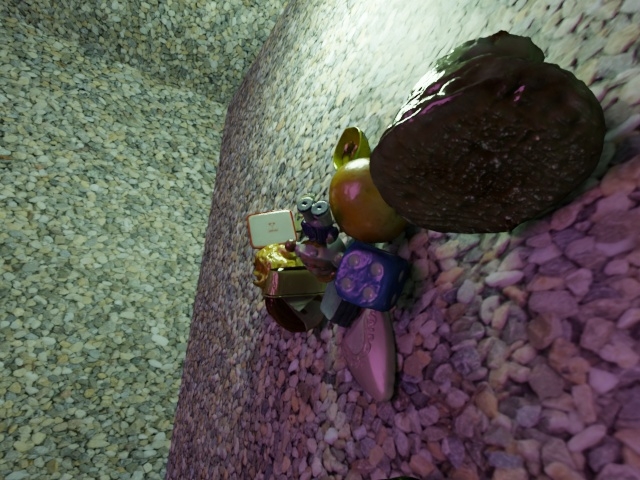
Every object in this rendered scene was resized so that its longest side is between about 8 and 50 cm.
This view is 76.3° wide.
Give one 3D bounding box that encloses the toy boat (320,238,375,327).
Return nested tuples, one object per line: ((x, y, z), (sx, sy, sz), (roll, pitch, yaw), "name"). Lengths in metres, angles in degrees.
((0.086, 0.115, 1.210), (0.127, 0.078, 0.283), (41, 114, 64), "toy boat")

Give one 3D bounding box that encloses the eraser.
((0.126, 0.300, 1.054), (0.204, 0.059, 0.243), (-58, 27, 28), "eraser")

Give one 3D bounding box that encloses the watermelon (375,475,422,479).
((0.136, 0.554, 0.708), (0.269, 0.268, 0.269), (-37, 45, 49), "watermelon")

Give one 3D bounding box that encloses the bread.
((-0.077, 0.189, 1.324), (0.142, 0.224, 0.212), (171, 97, -67), "bread")

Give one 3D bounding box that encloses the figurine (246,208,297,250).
((-0.200, 0.003, 1.682), (0.226, 0.183, 0.160), (102, 158, -62), "figurine")

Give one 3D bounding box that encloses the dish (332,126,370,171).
((0.115, -0.287, 1.361), (0.148, 0.080, 0.208), (-37, 44, 44), "dish")

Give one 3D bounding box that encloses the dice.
((0.130, 0.090, 1.020), (0.146, 0.143, 0.146), (22, 96, 26), "dice")

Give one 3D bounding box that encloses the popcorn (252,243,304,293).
((-0.145, 0.126, 1.483), (0.190, 0.250, 0.250), (-36, 31, -4), "popcorn")

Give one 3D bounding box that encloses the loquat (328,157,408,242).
((0.126, -0.106, 1.089), (0.244, 0.243, 0.244), (-37, 45, 49), "loquat")

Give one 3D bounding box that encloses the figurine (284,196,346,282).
((-0.010, -0.004, 1.112), (0.193, 0.274, 0.133), (-4, 43, 35), "figurine")

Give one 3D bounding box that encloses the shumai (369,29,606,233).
((0.300, -0.225, 0.791), (0.397, 0.324, 0.324), (-30, 35, 47), "shumai")

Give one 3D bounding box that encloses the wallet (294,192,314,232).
((-0.065, -0.110, 1.646), (0.110, 0.039, 0.155), (-7, 70, 64), "wallet")
